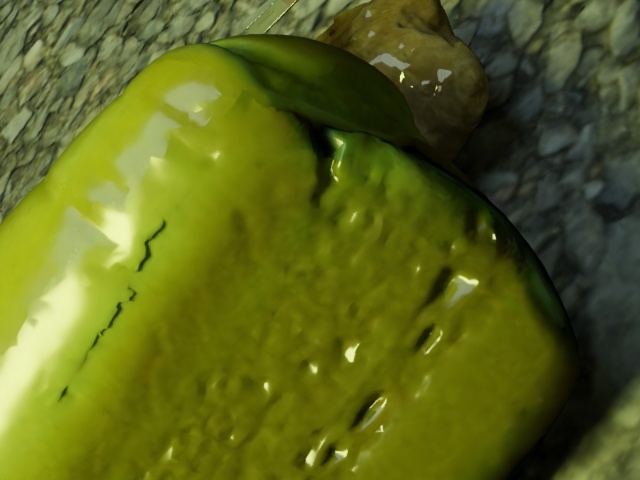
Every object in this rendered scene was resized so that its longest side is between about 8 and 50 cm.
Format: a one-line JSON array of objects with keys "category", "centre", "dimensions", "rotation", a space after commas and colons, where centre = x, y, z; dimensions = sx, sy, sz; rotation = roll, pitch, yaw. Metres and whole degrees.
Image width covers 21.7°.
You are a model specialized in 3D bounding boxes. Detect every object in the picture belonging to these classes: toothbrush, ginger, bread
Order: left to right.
[{"category": "bread", "centre": [-0.066, 0.092, 0.751], "dimensions": [0.376, 0.251, 0.208], "rotation": [-52, 17, 6]}, {"category": "ginger", "centre": [0.000, 0.000, 0.898], "dimensions": [0.131, 0.086, 0.294], "rotation": [25, 88, 45]}, {"category": "toothbrush", "centre": [0.021, -0.203, 1.108], "dimensions": [0.194, 0.014, 0.017], "rotation": [-42, 35, 16]}]
